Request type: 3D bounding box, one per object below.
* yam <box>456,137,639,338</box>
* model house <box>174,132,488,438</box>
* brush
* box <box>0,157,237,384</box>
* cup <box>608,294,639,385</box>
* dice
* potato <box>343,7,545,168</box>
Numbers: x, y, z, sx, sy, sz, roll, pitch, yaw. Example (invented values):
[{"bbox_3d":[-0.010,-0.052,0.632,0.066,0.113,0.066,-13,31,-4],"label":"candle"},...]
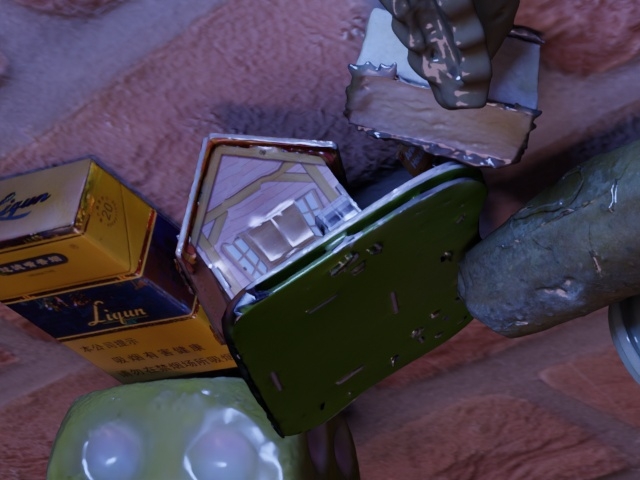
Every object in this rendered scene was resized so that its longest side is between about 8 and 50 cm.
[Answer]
[{"bbox_3d":[0.206,-0.011,1.172,0.106,0.106,0.259,30,147,-29],"label":"yam"},{"bbox_3d":[-0.001,0.001,1.269,0.207,0.154,0.294,-34,158,-7],"label":"model house"},{"bbox_3d":[0.044,-0.191,0.946,0.071,0.084,0.301,-2,143,25],"label":"brush"},{"bbox_3d":[-0.170,0.031,1.419,0.152,0.070,0.237,-10,147,34],"label":"box"},{"bbox_3d":[0.286,0.048,1.248,0.120,0.120,0.141,30,135,-30],"label":"cup"},{"bbox_3d":[-0.098,0.250,1.547,0.233,0.238,0.227,-6,167,15],"label":"dice"},{"bbox_3d":[0.077,-0.098,1.108,0.122,0.061,0.086,13,151,0],"label":"potato"}]
